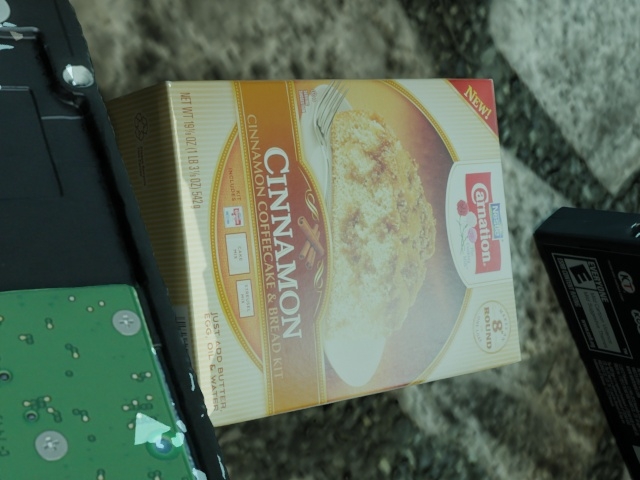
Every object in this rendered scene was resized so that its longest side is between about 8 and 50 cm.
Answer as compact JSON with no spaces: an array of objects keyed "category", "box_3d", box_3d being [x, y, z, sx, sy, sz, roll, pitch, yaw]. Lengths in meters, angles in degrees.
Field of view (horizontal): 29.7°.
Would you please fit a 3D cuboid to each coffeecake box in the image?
[{"category":"coffeecake box","box_3d":[0.000,0.000,0.560,0.185,0.068,0.142,-7,90,-37]}]

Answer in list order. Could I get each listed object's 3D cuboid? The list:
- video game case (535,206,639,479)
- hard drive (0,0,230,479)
[{"category":"video game case","box_3d":[0.263,0.109,0.669,0.035,0.248,0.275,-39,116,-27]},{"category":"hard drive","box_3d":[-0.151,0.048,0.315,0.237,0.064,0.339,-4,53,-29]}]
